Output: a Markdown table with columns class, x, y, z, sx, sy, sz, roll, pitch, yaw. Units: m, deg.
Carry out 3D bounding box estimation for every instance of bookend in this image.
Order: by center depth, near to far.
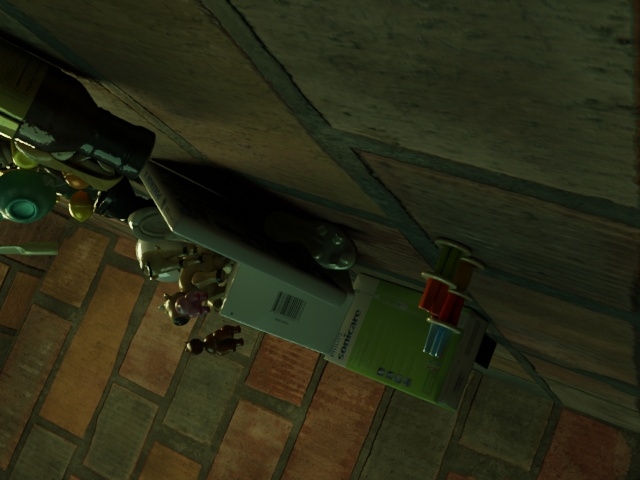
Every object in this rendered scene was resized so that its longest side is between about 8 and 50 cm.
| class | x | y | z | sx | sy | sz | roll | pitch | yaw |
| --- | --- | --- | --- | --- | --- | --- | --- | --- | --- |
| bookend | 0.332 | 0.245 | 2.007 | 0.157 | 0.072 | 0.156 | 18 | 171 | 31 |

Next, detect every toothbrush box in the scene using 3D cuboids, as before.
| class | x | y | z | sx | sy | sz | roll | pitch | yaw |
| --- | --- | --- | --- | --- | --- | --- | --- | --- | --- |
| toothbrush box | 0.182 | 0.213 | 1.734 | 0.283 | 0.206 | 0.122 | 16 | 170 | 33 |

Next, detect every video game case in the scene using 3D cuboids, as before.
| class | x | y | z | sx | sy | sz | roll | pitch | yaw |
| --- | --- | --- | --- | --- | --- | --- | --- | --- | --- |
| video game case | -0.140 | -0.015 | 1.402 | 0.329 | 0.036 | 0.300 | 27 | -171 | -30 |

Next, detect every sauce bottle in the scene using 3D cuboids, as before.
| class | x | y | z | sx | sy | sz | roll | pitch | yaw |
| --- | --- | --- | --- | --- | --- | --- | --- | --- | --- |
| sauce bottle | -0.377 | -0.180 | 1.019 | 0.344 | 0.111 | 0.111 | 28 | 170 | -24 |

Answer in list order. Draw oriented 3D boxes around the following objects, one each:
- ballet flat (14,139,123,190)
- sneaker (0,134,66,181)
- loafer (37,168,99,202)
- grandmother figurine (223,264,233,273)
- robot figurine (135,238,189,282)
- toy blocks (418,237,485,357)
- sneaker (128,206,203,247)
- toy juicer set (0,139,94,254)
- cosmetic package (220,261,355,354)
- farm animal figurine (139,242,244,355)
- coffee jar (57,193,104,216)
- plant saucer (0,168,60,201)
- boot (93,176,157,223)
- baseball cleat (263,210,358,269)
| class | x | y | z | sx | sy | sz | roll | pitch | yaw |
| --- | --- | --- | --- | --- | --- | --- | --- | --- | --- |
| ballet flat | -0.478 | -0.169 | 1.577 | 0.073 | 0.080 | 0.232 | -17 | 153 | 31 |
| sneaker | -0.693 | -0.187 | 1.780 | 0.300 | 0.121 | 0.111 | 23 | 172 | -6 |
| loafer | -0.562 | -0.141 | 1.962 | 0.096 | 0.084 | 0.267 | -20 | 152 | 29 |
| grandmother figurine | -0.170 | 0.065 | 2.101 | 0.342 | 0.104 | 0.208 | 9 | 150 | 51 |
| robot figurine | -0.388 | 0.020 | 2.106 | 0.209 | 0.173 | 0.278 | 23 | 177 | -11 |
| toy blocks | 0.170 | 0.084 | 1.130 | 0.054 | 0.148 | 0.123 | 17 | 171 | 32 |
| sneaker | -0.288 | -0.036 | 1.729 | 0.235 | 0.090 | 0.095 | 8 | -177 | -20 |
| toy juicer set | -0.606 | -0.081 | 1.762 | 0.209 | 0.329 | 0.089 | 17 | -146 | -29 |
| cosmetic package | -0.065 | 0.091 | 1.610 | 0.224 | 0.138 | 0.224 | 22 | -168 | -8 |
| farm animal figurine | -0.298 | 0.099 | 1.873 | 0.172 | 0.326 | 0.330 | -9 | 124 | 19 |
| coffee jar | -0.603 | -0.122 | 2.112 | 0.096 | 0.079 | 0.184 | 16 | 170 | 38 |
| plant saucer | -0.920 | -0.233 | 2.248 | 0.333 | 0.081 | 0.333 | 19 | 172 | 22 |
| boot | -0.392 | -0.075 | 1.815 | 0.207 | 0.094 | 0.246 | 19 | 166 | -18 |
| baseball cleat | 0.000 | 0.000 | 1.377 | 0.206 | 0.072 | 0.109 | 28 | -176 | 36 |
